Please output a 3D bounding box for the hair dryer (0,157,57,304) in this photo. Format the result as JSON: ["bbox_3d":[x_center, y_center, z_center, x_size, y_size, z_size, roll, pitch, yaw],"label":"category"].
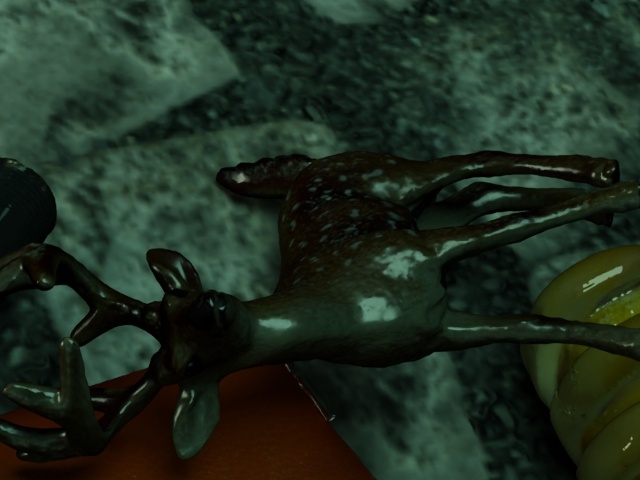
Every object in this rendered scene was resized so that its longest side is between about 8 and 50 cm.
[{"bbox_3d":[-0.226,0.007,0.719,0.195,0.050,0.173,17,35,5],"label":"hair dryer"}]

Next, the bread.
[{"bbox_3d":[0.159,0.073,0.783,0.119,0.084,0.177,-8,51,-25],"label":"bread"}]

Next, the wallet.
[{"bbox_3d":[-0.080,0.113,0.687,0.204,0.045,0.142,-17,48,-29],"label":"wallet"}]

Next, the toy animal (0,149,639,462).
[{"bbox_3d":[0.002,0.019,0.732,0.260,0.087,0.243,-5,11,2],"label":"toy animal"}]
